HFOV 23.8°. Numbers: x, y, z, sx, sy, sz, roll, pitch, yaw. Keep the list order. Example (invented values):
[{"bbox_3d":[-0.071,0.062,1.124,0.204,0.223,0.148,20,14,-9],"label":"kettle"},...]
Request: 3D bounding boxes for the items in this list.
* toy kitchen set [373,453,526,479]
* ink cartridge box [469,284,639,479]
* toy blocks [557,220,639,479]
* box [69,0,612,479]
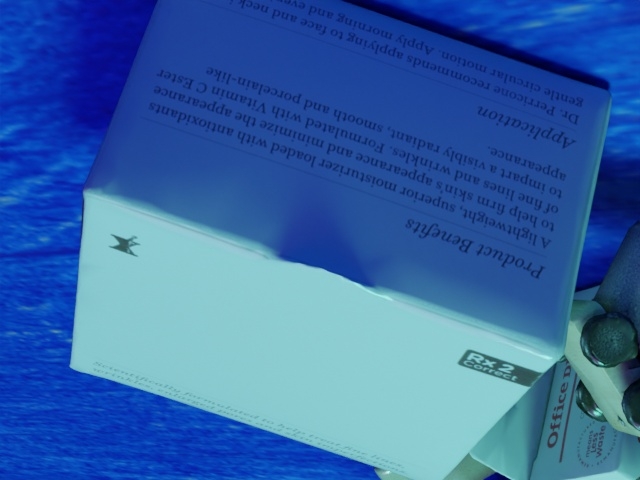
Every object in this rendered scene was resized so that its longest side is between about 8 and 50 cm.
[{"bbox_3d":[0.130,0.152,0.802,0.122,0.166,0.207,-34,127,6],"label":"toy kitchen set"},{"bbox_3d":[0.162,0.087,0.713,0.181,0.104,0.061,30,150,-25],"label":"ink cartridge box"},{"bbox_3d":[0.288,0.071,0.519,0.289,0.260,0.309,56,172,-5],"label":"toy blocks"},{"bbox_3d":[0.000,0.000,0.627,0.181,0.119,0.182,19,153,-3],"label":"box"}]
